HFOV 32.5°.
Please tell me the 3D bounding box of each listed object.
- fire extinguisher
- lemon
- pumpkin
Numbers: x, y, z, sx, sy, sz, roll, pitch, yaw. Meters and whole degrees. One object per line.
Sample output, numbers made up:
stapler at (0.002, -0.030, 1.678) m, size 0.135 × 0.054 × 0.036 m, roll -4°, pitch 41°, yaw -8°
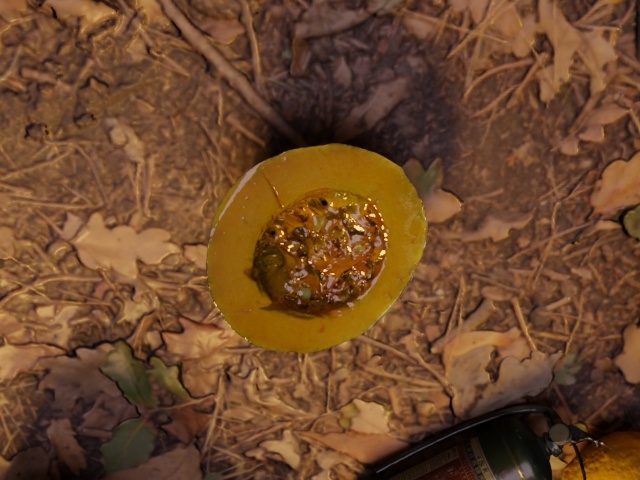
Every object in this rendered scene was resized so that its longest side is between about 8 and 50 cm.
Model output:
fire extinguisher at (0.170, 0.259, 1.199) m, size 0.294 × 0.118 × 0.093 m, roll -29°, pitch 149°, yaw 11°
lemon at (0.323, 0.276, 1.205) m, size 0.114 × 0.114 × 0.155 m, roll 34°, pitch 117°, yaw -19°
pumpkin at (-0.011, -0.004, 1.054) m, size 0.217 × 0.110 × 0.217 m, roll -5°, pitch 112°, yaw -13°
